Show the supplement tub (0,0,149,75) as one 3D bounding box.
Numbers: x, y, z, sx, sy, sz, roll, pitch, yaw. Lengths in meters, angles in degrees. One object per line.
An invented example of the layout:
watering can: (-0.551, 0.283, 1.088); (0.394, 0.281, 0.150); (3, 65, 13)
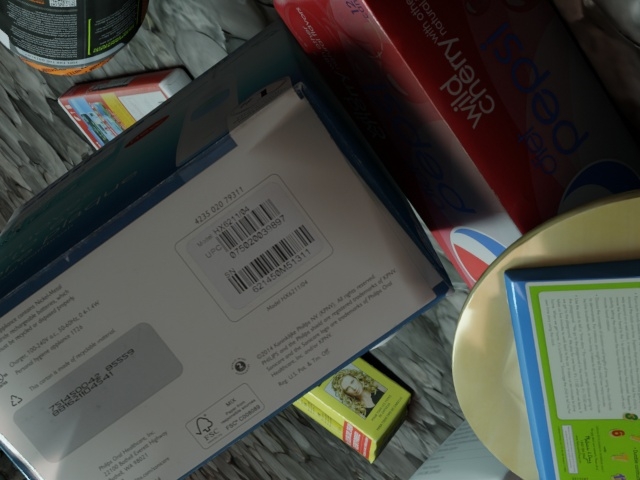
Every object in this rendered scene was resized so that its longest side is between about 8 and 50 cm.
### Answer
supplement tub: (-0.166, -0.185, 0.927); (0.117, 0.117, 0.190); (44, 161, 5)

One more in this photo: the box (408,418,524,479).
box: (0.179, 0.184, 0.942); (0.181, 0.119, 0.182); (47, 161, -3)

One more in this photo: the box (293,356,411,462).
box: (-0.029, 0.103, 1.291); (0.232, 0.058, 0.087); (35, 162, 11)

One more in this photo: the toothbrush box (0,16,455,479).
toothbrush box: (-0.067, 0.001, 0.782); (0.126, 0.216, 0.295); (53, -173, -13)

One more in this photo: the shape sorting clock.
shape sorting clock: (0.165, 0.057, 0.665); (0.206, 0.040, 0.206); (7, 130, 9)

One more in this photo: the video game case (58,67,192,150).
video game case: (-0.118, -0.057, 1.243); (0.204, 0.025, 0.285); (52, 161, -19)

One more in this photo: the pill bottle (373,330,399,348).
pill bottle: (0.000, 0.000, 0.998); (0.087, 0.087, 0.160); (18, 147, 56)

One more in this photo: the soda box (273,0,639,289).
soda box: (0.092, -0.043, 0.708); (0.263, 0.083, 0.092); (53, 161, -21)
